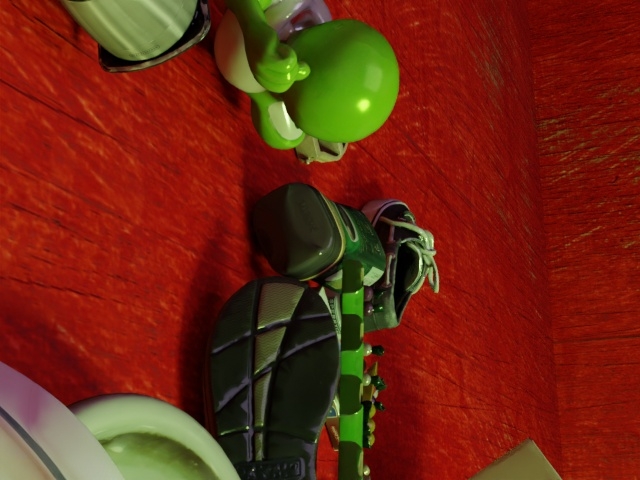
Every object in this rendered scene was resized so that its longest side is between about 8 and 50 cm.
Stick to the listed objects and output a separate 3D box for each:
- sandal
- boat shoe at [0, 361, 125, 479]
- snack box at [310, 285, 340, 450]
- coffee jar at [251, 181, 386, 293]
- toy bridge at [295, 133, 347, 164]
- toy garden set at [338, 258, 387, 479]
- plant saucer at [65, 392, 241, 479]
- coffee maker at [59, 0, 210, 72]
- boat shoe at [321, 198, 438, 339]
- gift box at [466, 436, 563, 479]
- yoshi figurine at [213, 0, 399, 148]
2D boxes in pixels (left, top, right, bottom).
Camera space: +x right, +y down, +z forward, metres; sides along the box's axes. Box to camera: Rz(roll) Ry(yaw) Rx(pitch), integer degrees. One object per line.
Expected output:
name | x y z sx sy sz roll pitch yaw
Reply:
sandal | -0.053 0.178 0.894 0.086 0.120 0.303 147 -52 -65
boat shoe | -0.192 0.075 0.434 0.258 0.095 0.084 37 45 0
snack box | 0.009 0.143 1.153 0.064 0.022 0.178 -61 139 -58
coffee jar | 0.000 0.000 1.080 0.096 0.079 0.184 64 15 18
toy bridge | 0.010 -0.127 1.236 0.188 0.026 0.063 -58 138 -59
toy garden set | 0.044 0.176 1.012 0.204 0.049 0.244 88 3 -50
plant saucer | -0.142 0.292 0.597 0.400 0.100 0.401 -7 90 -69
coffee maker | -0.168 -0.223 0.708 0.171 0.120 0.178 55 7 27
boat shoe | 0.092 0.024 1.290 0.306 0.104 0.113 -46 126 -64
gift box | 0.210 0.409 1.240 0.276 0.258 0.255 53 -4 37
yoshi figurine | -0.018 -0.225 0.884 0.203 0.203 0.362 -110 -175 -48
